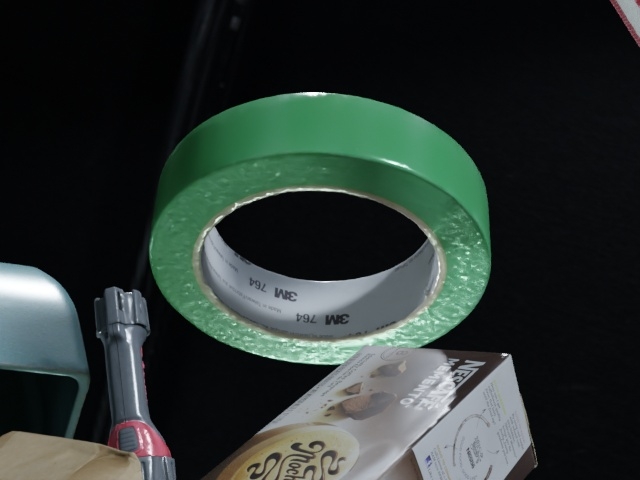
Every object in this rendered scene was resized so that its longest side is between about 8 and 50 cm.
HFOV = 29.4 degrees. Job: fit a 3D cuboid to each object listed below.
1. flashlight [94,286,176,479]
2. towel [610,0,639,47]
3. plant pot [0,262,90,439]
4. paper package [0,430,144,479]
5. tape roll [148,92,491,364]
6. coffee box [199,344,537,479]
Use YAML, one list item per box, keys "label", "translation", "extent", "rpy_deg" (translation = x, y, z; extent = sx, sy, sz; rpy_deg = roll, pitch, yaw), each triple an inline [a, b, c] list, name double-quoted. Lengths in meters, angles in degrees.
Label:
- label: "flashlight"
  translation: [-0.277, 0.229, 1.802]
  extent: [0.103, 0.103, 0.304]
  rpy_deg: [-36, -125, 43]
- label: "towel"
  translation: [0.315, -0.355, 1.132]
  extent: [0.329, 0.037, 0.237]
  rpy_deg: [98, -26, -59]
- label: "plant pot"
  translation: [-0.438, 0.154, 1.543]
  extent: [0.252, 0.247, 0.247]
  rpy_deg: [-105, -150, -50]
- label: "paper package"
  translation: [-0.277, 0.374, 1.005]
  extent: [0.168, 0.325, 0.310]
  rpy_deg: [8, -62, 31]
- label: "tape roll"
  translation: [0.000, 0.000, 1.166]
  extent: [0.321, 0.321, 0.077]
  rpy_deg: [-28, -138, 31]
- label: "coffee box"
  translation: [0.034, 0.207, 1.027]
  extent: [0.168, 0.297, 0.119]
  rpy_deg: [-1, -68, 40]
